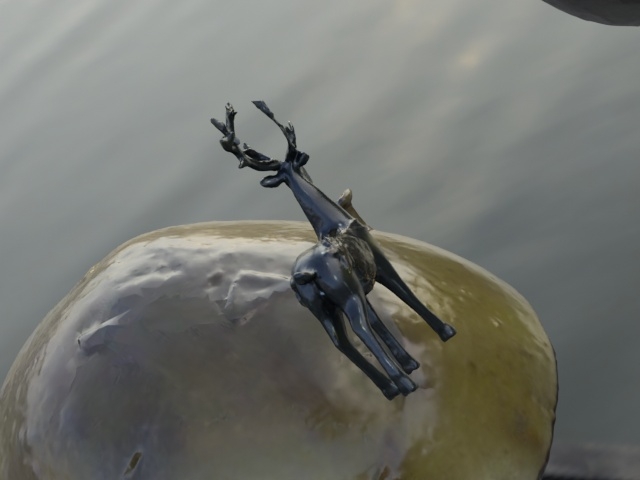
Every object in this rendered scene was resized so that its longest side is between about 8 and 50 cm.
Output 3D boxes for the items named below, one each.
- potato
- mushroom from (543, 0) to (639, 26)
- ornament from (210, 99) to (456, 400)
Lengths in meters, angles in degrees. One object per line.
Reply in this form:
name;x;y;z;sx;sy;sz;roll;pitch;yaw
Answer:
potato;-0.042;0.061;0.833;0.299;0.116;0.239;-7;42;20
mushroom;0.136;-0.163;0.819;0.117;0.188;0.141;-61;32;7
ornament;0.000;0.000;0.645;0.028;0.125;0.073;-36;0;22
